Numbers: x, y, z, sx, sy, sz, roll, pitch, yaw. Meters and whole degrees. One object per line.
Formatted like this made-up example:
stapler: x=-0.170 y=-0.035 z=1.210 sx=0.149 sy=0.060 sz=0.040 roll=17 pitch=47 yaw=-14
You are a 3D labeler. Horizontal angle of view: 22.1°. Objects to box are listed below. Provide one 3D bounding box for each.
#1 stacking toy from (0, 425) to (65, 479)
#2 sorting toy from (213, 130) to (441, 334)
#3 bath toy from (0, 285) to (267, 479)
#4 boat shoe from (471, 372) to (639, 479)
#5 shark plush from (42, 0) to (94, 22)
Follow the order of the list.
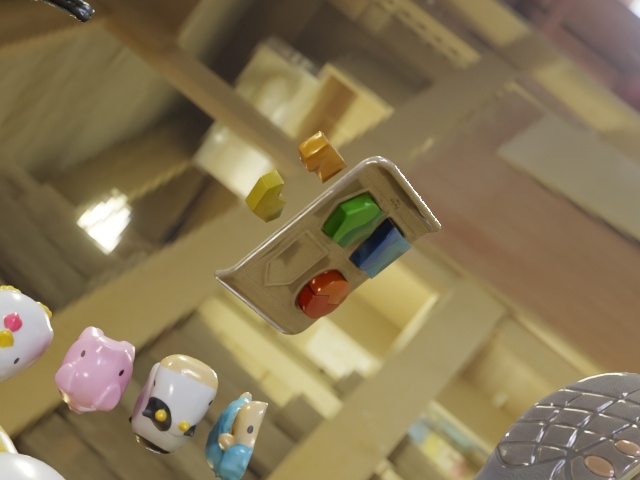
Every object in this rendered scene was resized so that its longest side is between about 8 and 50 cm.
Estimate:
stacking toy: x=-0.359 y=0.224 z=1.338 sx=0.480 sy=0.351 sz=0.350 roll=2 pitch=39 yaw=48
sorting toy: x=0.000 y=0.000 z=1.789 sx=0.229 sy=0.041 sz=0.307 roll=-35 pitch=-29 yaw=5
bath toy: x=-0.237 y=0.162 z=1.826 sx=0.129 sy=0.348 sz=0.151 roll=-73 pitch=8 yaw=-50
boat shoe: x=0.226 y=0.268 z=1.665 sx=0.355 sy=0.132 sz=0.130 roll=-34 pitch=-40 yaw=-18
shark plush: x=-0.210 y=-0.192 z=1.018 sx=0.067 sy=0.161 sz=0.073 roll=-78 pitch=11 yaw=-62
